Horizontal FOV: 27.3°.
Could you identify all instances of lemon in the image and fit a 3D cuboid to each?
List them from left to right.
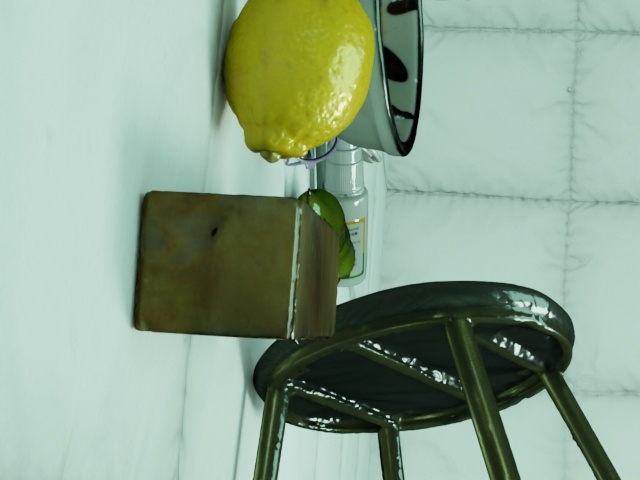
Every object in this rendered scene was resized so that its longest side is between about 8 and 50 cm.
[{"bbox_3d":[-0.018,-0.132,1.000,0.114,0.114,0.155,78,28,-70],"label":"lemon"}]

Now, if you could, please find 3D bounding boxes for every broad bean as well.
[{"bbox_3d":[0.008,-0.001,1.546,0.075,0.067,0.325,-64,165,-13],"label":"broad bean"}]

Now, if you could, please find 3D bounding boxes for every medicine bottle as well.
[{"bbox_3d":[0.021,-0.054,1.668,0.092,0.061,0.220,35,-46,45],"label":"medicine bottle"}]

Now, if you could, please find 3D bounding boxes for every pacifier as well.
[{"bbox_3d":[0.039,-0.115,1.844,0.078,0.081,0.099,-58,170,-6],"label":"pacifier"}]

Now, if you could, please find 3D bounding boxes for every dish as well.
[{"bbox_3d":[0.020,-0.216,1.218,0.303,0.120,0.303,-2,90,-77],"label":"dish"}]

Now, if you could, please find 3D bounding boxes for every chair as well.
[{"bbox_3d":[0.119,0.276,1.156,0.365,0.362,0.410,26,48,-50],"label":"chair"}]

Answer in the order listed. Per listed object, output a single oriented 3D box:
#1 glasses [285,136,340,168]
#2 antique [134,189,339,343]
[{"bbox_3d":[-0.022,-0.158,1.381,0.140,0.063,0.103,87,-14,-47],"label":"glasses"},{"bbox_3d":[-0.044,0.025,0.896,0.310,0.093,0.087,32,61,-83],"label":"antique"}]
